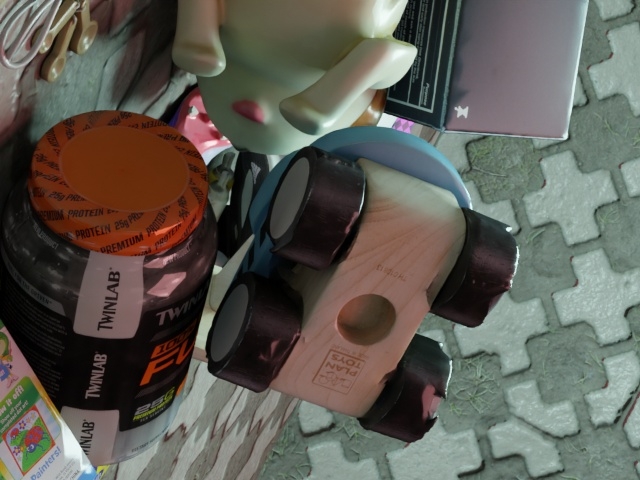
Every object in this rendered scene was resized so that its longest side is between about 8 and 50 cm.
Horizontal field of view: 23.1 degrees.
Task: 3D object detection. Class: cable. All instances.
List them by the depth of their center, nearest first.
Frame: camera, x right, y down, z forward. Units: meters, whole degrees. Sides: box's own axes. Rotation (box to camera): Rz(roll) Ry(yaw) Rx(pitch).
[{"bbox_3d":[-0.174,0.016,1.988,0.139,0.072,0.287,-54,167,-43],"label":"cable"}]

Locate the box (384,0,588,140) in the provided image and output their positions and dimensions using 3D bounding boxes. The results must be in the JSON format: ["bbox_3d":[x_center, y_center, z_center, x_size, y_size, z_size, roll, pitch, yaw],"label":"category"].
[{"bbox_3d":[0.155,-0.283,1.789,0.294,0.183,0.296,28,-67,60],"label":"box"}]

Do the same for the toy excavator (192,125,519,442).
[{"bbox_3d":[-0.015,0.037,1.653,0.433,0.222,0.445,-62,-161,23],"label":"toy excavator"}]

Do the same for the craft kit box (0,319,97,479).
[{"bbox_3d":[-0.339,0.206,1.398,0.250,0.061,0.246,-51,131,-40],"label":"craft kit box"}]

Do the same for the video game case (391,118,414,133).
[{"bbox_3d":[0.086,-0.259,2.224,0.042,0.210,0.232,7,115,-37],"label":"video game case"}]

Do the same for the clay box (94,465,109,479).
[{"bbox_3d":[-0.330,0.308,2.038,0.222,0.053,0.127,-57,168,-29],"label":"clay box"}]

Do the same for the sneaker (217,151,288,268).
[{"bbox_3d":[0.000,0.001,2.080,0.447,0.258,0.169,119,-35,-65],"label":"sneaker"}]

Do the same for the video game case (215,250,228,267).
[{"bbox_3d":[-0.210,0.119,2.004,0.201,0.023,0.183,-48,-178,32],"label":"video game case"}]

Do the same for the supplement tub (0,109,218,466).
[{"bbox_3d":[-0.215,0.049,1.533,0.207,0.207,0.338,-52,165,-43],"label":"supplement tub"}]

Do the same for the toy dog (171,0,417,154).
[{"bbox_3d":[-0.020,-0.270,1.625,0.395,0.285,0.408,-78,-174,-50],"label":"toy dog"}]

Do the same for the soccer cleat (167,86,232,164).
[{"bbox_3d":[-0.159,-0.104,1.807,0.095,0.083,0.248,-33,-164,39],"label":"soccer cleat"}]

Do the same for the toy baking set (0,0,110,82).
[{"bbox_3d":[-0.207,-0.229,1.358,0.196,0.030,0.256,-63,169,3],"label":"toy baking set"}]

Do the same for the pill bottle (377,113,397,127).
[{"bbox_3d":[0.088,-0.321,2.032,0.361,0.204,0.204,-62,169,-1],"label":"pill bottle"}]
